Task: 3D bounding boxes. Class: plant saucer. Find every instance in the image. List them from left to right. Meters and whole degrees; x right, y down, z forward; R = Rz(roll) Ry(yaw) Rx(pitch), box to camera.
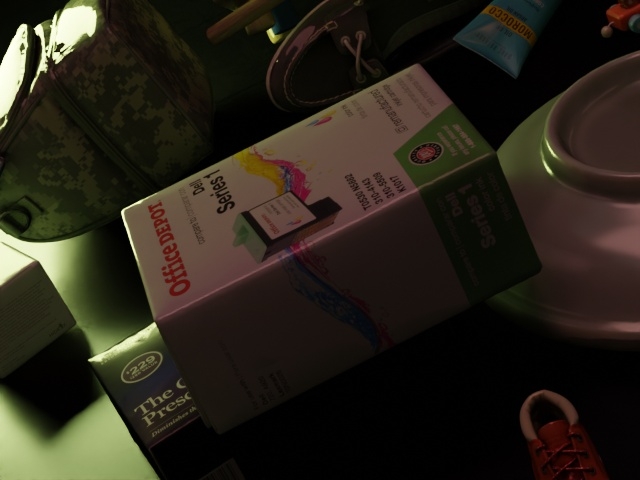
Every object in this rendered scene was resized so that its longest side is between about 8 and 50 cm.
[{"bbox_3d":[0.296,-0.071,1.291,0.400,0.100,0.400,-14,31,9],"label":"plant saucer"}]

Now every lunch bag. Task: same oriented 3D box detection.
[{"bbox_3d":[-0.279,-0.146,1.850,0.256,0.212,0.305,-39,25,11],"label":"lunch bag"}]

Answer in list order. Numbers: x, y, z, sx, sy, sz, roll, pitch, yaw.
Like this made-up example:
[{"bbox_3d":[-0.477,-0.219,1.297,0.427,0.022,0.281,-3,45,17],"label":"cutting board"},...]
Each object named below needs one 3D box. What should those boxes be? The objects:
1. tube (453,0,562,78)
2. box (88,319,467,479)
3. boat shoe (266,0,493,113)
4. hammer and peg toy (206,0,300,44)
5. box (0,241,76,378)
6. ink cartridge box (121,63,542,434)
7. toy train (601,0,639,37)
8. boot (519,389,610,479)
[{"bbox_3d":[0.226,-0.257,1.748,0.080,0.052,0.207,31,53,10],"label":"tube"},{"bbox_3d":[-0.040,0.101,1.321,0.261,0.103,0.184,-32,26,-11],"label":"box"},{"bbox_3d":[0.091,-0.247,1.795,0.335,0.112,0.095,-32,23,-19],"label":"boat shoe"},{"bbox_3d":[-0.014,-0.340,1.880,0.266,0.127,0.361,-24,1,9],"label":"hammer and peg toy"},{"bbox_3d":[-0.328,0.070,1.627,0.102,0.087,0.101,-37,29,-20],"label":"box"},{"bbox_3d":[0.000,0.000,1.227,0.278,0.117,0.201,-27,29,-1],"label":"ink cartridge box"},{"bbox_3d":[0.334,-0.281,1.717,0.125,0.046,0.166,-27,28,-3],"label":"toy train"},{"bbox_3d":[0.167,0.166,1.050,0.059,0.085,0.158,-22,29,4],"label":"boot"}]
